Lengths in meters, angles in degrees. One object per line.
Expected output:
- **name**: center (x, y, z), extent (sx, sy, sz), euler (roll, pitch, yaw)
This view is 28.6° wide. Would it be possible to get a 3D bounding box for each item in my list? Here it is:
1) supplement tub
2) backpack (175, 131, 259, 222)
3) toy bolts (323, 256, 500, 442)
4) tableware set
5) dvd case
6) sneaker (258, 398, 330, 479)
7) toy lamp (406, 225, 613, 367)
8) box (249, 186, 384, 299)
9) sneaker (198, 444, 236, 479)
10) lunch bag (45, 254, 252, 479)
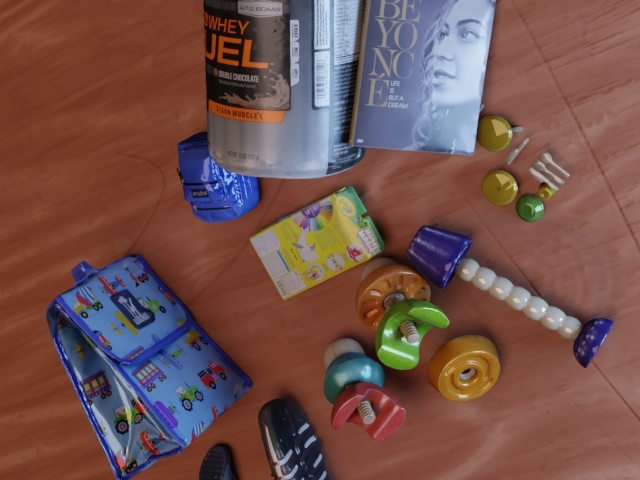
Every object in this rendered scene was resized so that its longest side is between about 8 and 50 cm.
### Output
- **supplement tub**: center (-0.042, -0.260, 1.560), extent (0.207, 0.207, 0.338), euler (8, 110, 22)
- **backpack**: center (-0.146, -0.084, 1.730), extent (0.098, 0.101, 0.120), euler (0, 111, 31)
- **toy bolts**: center (0.104, 0.150, 1.709), extent (0.218, 0.158, 0.228), euler (27, 113, -32)
- **tableware set**: center (0.236, -0.097, 1.599), extent (0.154, 0.024, 0.104), euler (39, 122, 6)
- **dvd case**: center (0.126, -0.218, 1.532), extent (0.164, 0.018, 0.221), euler (3, 102, -18)
- **sneaker**: center (-0.065, 0.377, 1.852), extent (0.162, 0.106, 0.281), euler (-19, 100, 31)
- **toy lamp**: center (0.239, 0.068, 1.622), extent (0.275, 0.080, 0.080), euler (32, 117, 12)
- **box**: center (0.000, 0.000, 1.726), extent (0.179, 0.043, 0.105), euler (-26, 95, 31)
- **sneaker**: center (-0.149, 0.384, 1.924), extent (0.053, 0.059, 0.144), euler (1, 90, 44)
- **lunch bag**: center (-0.268, 0.158, 1.798), extent (0.138, 0.221, 0.293), euler (-32, 93, 29)
